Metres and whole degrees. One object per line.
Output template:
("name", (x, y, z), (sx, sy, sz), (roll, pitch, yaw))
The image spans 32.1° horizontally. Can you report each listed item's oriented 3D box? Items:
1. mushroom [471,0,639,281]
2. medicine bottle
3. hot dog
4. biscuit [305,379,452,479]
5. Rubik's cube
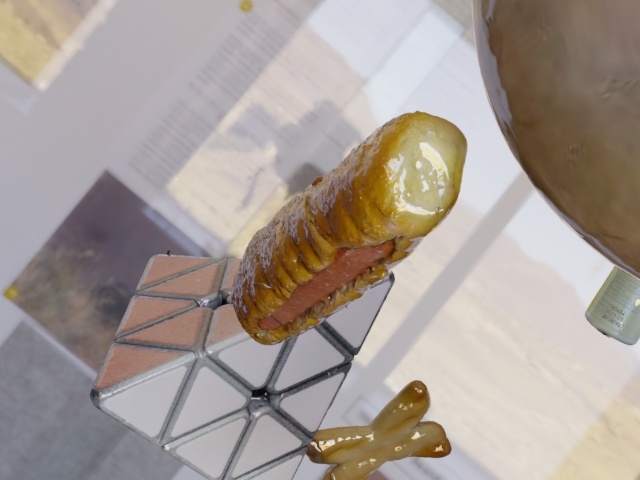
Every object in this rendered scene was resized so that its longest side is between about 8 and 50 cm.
("mushroom", (0.258, -0.131, 0.576), (0.362, 0.362, 0.294), (40, 6, 8))
("medicine bottle", (0.246, 0.037, 0.870), (0.047, 0.083, 0.047), (28, 12, -6))
("hot dog", (0.003, 0.000, 0.672), (0.061, 0.088, 0.286), (22, -29, -14))
("biscuit", (0.085, 0.305, 1.684), (0.047, 0.208, 0.164), (-119, -175, -53))
("Rubik's cube", (-0.090, 0.116, 1.109), (0.228, 0.233, 0.229), (23, -23, -6))
